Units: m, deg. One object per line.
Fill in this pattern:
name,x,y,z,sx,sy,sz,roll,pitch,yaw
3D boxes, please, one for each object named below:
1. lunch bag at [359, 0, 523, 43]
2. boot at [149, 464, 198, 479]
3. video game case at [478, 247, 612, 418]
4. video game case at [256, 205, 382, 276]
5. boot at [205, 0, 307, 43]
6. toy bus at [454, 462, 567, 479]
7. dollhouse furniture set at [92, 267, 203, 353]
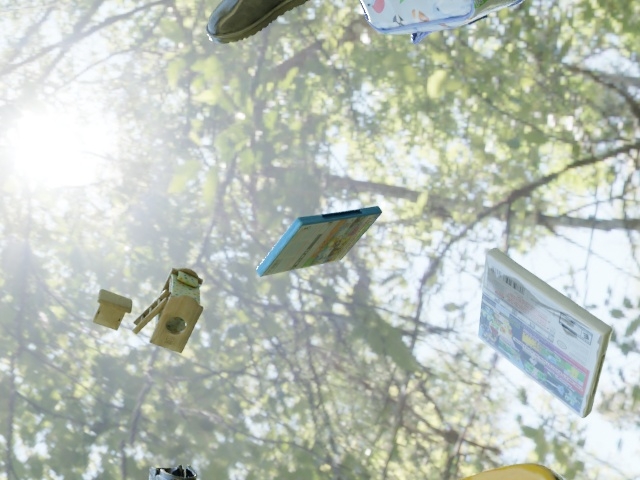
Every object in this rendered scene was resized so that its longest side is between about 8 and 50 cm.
lunch bag,0.125,-0.366,1.055,0.115,0.303,0.243,-27,-72,-15
boot,-0.253,0.522,1.533,0.118,0.338,0.223,11,-95,-32
video game case,0.302,0.127,1.199,0.023,0.201,0.183,-32,-40,-25
video game case,0.000,0.000,1.225,0.166,0.015,0.119,-10,-32,-45
boot,-0.099,-0.361,1.049,0.189,0.076,0.208,-32,-41,4
toy bus,0.028,0.247,0.510,0.108,0.332,0.130,39,-151,-32
dollhouse furniture set,-0.286,0.078,1.459,0.161,0.182,0.101,22,-72,-17
